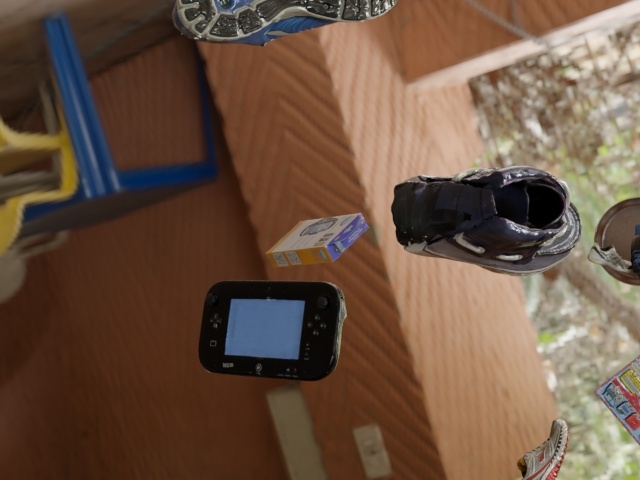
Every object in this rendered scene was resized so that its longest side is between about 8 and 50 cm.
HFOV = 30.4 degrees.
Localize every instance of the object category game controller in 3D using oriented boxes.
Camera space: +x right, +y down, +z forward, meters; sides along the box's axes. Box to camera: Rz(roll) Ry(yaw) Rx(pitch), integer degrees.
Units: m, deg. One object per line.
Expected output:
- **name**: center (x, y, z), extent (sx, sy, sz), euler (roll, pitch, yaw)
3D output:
- **game controller**: center (-0.088, 0.152, 2.016), extent (0.319, 0.166, 0.067), euler (-1, 159, 41)

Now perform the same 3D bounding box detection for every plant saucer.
- **plant saucer**: center (0.603, 0.002, 2.225), extent (0.168, 0.168, 0.029), euler (-17, 175, 11)

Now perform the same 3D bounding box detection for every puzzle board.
- **puzzle board**: center (0.434, 0.215, 1.529), extent (0.096, 0.128, 0.011), euler (-40, -178, 12)

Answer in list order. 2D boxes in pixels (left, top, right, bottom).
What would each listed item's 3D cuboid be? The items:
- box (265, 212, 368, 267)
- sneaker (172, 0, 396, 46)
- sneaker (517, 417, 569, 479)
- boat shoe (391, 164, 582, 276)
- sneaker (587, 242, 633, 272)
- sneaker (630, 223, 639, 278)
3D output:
- **box**: center (0.000, 0.000, 1.539), extent (0.136, 0.028, 0.081), euler (-4, -150, 47)
- **sneaker**: center (-0.049, -0.334, 1.577), extent (0.330, 0.130, 0.147), euler (-13, -174, -22)
- **sneaker**: center (0.493, 0.488, 2.628), extent (0.225, 0.093, 0.088), euler (-58, 160, -33)
- **boat shoe**: center (0.251, -0.023, 1.403), extent (0.340, 0.127, 0.158), euler (0, 176, -45)
- **sneaker**: center (0.498, 0.028, 2.000), extent (0.083, 0.037, 0.032), euler (17, -166, -3)
- **sneaker**: center (0.589, 0.056, 1.995), extent (0.081, 0.090, 0.232), euler (-3, 153, 45)
